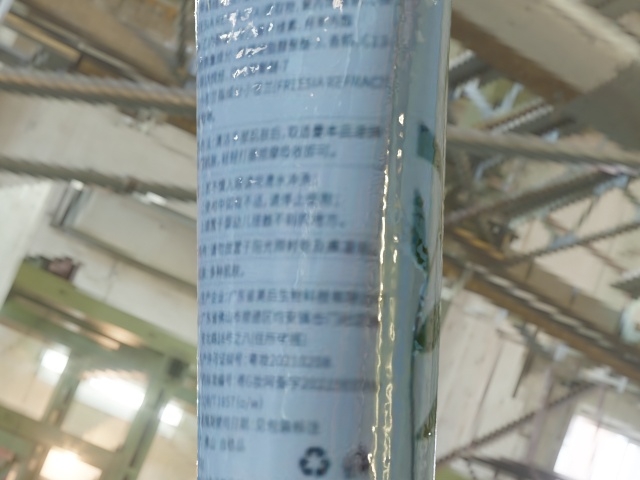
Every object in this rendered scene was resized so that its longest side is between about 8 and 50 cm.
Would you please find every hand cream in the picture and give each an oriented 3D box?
[{"bbox_3d":[0.000,0.000,0.393,0.091,0.271,0.058,-3,-4,39],"label":"hand cream"}]
